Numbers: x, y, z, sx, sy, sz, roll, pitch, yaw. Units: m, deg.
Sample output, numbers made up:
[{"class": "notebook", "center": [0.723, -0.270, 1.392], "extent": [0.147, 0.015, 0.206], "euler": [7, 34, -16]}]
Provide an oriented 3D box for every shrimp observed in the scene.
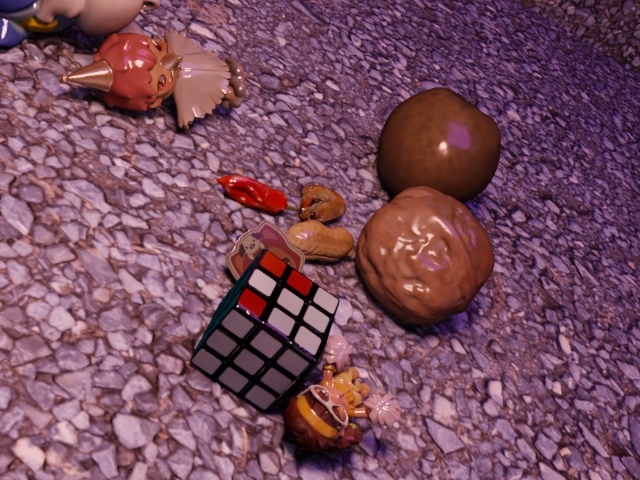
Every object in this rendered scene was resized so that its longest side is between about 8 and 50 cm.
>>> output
[{"class": "shrimp", "center": [-0.007, -0.070, 1.772], "extent": [0.101, 0.042, 0.190], "euler": [34, 28, 8]}]

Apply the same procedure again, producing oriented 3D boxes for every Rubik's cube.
[{"class": "Rubik's cube", "center": [-0.085, 0.144, 1.370], "extent": [0.163, 0.160, 0.162], "euler": [35, 35, -7]}]

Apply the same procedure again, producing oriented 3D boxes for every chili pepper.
[{"class": "chili pepper", "center": [-0.118, -0.087, 1.677], "extent": [0.191, 0.059, 0.050], "euler": [19, 49, -30]}]

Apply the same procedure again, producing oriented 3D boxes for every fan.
[{"class": "fan", "center": [-0.070, 0.072, 1.542], "extent": [0.132, 0.009, 0.220], "euler": [-46, 104, -22]}]

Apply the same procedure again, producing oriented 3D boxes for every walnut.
[{"class": "walnut", "center": [0.209, 0.030, 1.701], "extent": [0.273, 0.227, 0.273], "euler": [27, 39, -25]}]

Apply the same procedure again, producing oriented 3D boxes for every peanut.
[{"class": "peanut", "center": [0.000, 0.000, 1.677], "extent": [0.174, 0.080, 0.080], "euler": [7, 47, -42]}]

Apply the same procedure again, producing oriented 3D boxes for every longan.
[{"class": "longan", "center": [0.272, -0.214, 1.995], "extent": [0.288, 0.288, 0.350], "euler": [29, 26, -14]}]

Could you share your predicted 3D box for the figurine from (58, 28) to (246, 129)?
[{"class": "figurine", "center": [-0.319, -0.324, 1.653], "extent": [0.387, 0.166, 0.207], "euler": [0, 80, -44]}]

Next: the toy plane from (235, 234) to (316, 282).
[{"class": "toy plane", "center": [-0.085, 0.039, 1.583], "extent": [0.167, 0.054, 0.062], "euler": [36, 10, -5]}]

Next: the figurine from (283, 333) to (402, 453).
[{"class": "figurine", "center": [0.027, 0.258, 1.390], "extent": [0.174, 0.116, 0.240], "euler": [49, 31, 9]}]

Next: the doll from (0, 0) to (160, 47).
[{"class": "doll", "center": [-0.479, -0.469, 1.592], "extent": [0.366, 0.376, 0.187], "euler": [-1, 56, -18]}]
